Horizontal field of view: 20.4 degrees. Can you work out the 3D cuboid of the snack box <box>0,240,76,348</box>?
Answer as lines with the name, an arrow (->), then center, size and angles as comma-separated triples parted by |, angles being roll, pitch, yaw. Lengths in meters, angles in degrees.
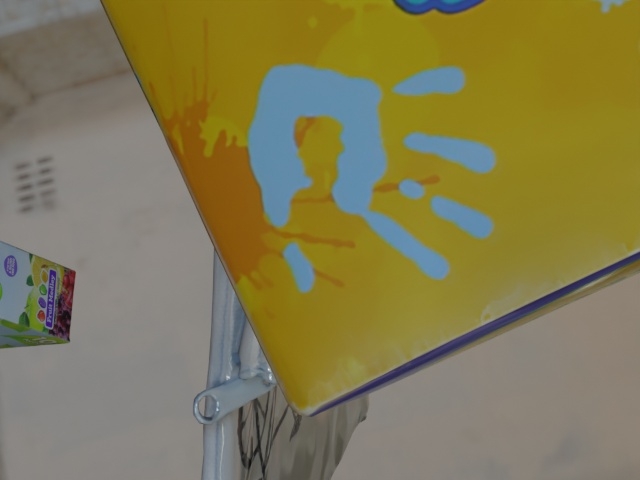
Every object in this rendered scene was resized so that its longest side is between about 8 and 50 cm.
snack box -> -0.191, 0.023, 0.758 | 0.100, 0.141, 0.037 | 25, 62, -57

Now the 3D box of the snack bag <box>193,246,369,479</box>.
snack bag -> 0.000, 0.000, 0.835 | 0.323, 0.037, 0.343 | -57, 153, -68

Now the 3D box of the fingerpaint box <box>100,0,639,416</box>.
fingerpaint box -> 0.126, -0.219, 0.422 | 0.371, 0.444, 0.163 | 64, 22, 5
